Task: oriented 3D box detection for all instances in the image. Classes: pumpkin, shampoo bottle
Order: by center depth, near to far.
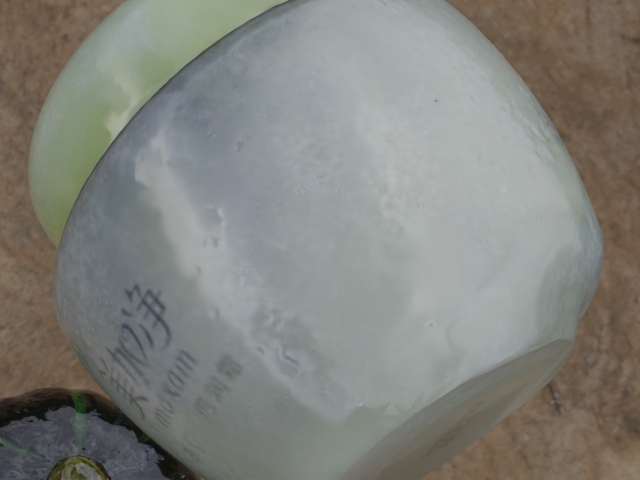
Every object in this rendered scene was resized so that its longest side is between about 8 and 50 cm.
[{"bbox_3d":[0.000,0.000,0.642,0.322,0.322,0.317,-30,67,-34],"label":"shampoo bottle"},{"bbox_3d":[-0.233,0.277,0.923,0.315,0.238,0.315,14,48,-16],"label":"pumpkin"}]

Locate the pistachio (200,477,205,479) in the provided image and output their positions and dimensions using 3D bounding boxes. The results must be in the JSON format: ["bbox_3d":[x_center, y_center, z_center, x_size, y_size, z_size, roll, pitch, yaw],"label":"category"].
[{"bbox_3d":[-0.176,0.374,1.219,0.144,0.144,0.215,36,88,-12],"label":"pistachio"}]
